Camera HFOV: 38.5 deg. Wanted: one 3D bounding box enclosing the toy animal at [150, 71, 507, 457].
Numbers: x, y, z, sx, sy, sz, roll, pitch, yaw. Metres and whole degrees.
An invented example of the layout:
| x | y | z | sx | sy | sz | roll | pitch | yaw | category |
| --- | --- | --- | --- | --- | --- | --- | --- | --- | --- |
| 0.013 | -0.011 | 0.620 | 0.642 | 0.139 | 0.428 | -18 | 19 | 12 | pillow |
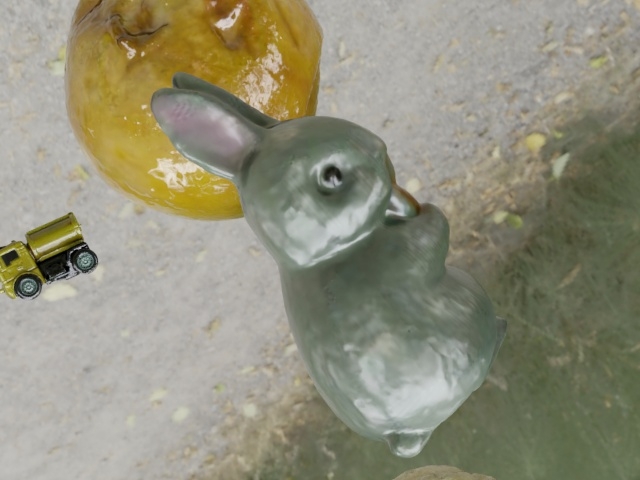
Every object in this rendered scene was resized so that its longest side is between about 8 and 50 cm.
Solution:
| x | y | z | sx | sy | sz | roll | pitch | yaw | category |
| --- | --- | --- | --- | --- | --- | --- | --- | --- | --- |
| 0.010 | 0.000 | 0.500 | 0.108 | 0.138 | 0.236 | -24 | 113 | 28 | toy animal |

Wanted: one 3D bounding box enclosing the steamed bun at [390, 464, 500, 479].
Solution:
| x | y | z | sx | sy | sz | roll | pitch | yaw | category |
| --- | --- | --- | --- | --- | --- | --- | --- | --- | --- |
| 0.108 | 0.282 | 0.859 | 0.155 | 0.141 | 0.172 | -47 | -177 | -22 | steamed bun |

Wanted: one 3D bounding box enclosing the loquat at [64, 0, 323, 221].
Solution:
| x | y | z | sx | sy | sz | roll | pitch | yaw | category |
| --- | --- | --- | --- | --- | --- | --- | --- | --- | --- |
| -0.127 | -0.157 | 0.937 | 0.276 | 0.276 | 0.284 | -25 | 172 | 1 | loquat |

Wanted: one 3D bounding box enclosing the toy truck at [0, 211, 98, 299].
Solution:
| x | y | z | sx | sy | sz | roll | pitch | yaw | category |
| --- | --- | --- | --- | --- | --- | --- | --- | --- | --- |
| -0.236 | 0.016 | 0.777 | 0.083 | 0.054 | 0.049 | -27 | -173 | -15 | toy truck |
